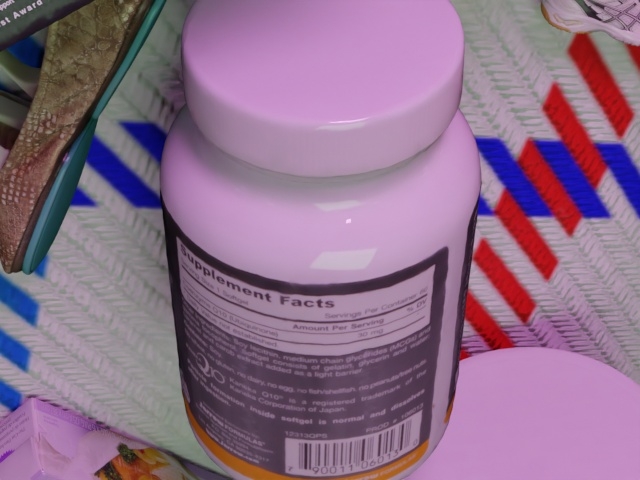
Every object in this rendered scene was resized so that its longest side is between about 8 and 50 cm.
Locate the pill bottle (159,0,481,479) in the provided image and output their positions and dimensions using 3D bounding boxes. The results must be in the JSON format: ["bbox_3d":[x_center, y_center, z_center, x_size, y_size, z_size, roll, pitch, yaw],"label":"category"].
[{"bbox_3d":[0.000,0.000,0.762,0.162,0.162,0.278,-10,136,-10],"label":"pill bottle"}]

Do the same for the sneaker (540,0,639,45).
[{"bbox_3d":[0.161,-0.128,0.779,0.083,0.032,0.037,2,134,-22],"label":"sneaker"}]

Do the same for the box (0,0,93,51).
[{"bbox_3d":[-0.122,-0.187,0.508,0.270,0.060,0.216,-27,125,6],"label":"box"}]

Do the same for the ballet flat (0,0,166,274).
[{"bbox_3d":[-0.137,-0.070,0.723,0.067,0.073,0.206,27,122,-6],"label":"ballet flat"}]

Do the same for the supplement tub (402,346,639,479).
[{"bbox_3d":[0.148,0.245,1.020,0.228,0.228,0.316,-14,138,-5],"label":"supplement tub"}]

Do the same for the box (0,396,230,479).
[{"bbox_3d":[-0.094,0.200,1.008,0.067,0.063,0.324,-38,135,21],"label":"box"}]
